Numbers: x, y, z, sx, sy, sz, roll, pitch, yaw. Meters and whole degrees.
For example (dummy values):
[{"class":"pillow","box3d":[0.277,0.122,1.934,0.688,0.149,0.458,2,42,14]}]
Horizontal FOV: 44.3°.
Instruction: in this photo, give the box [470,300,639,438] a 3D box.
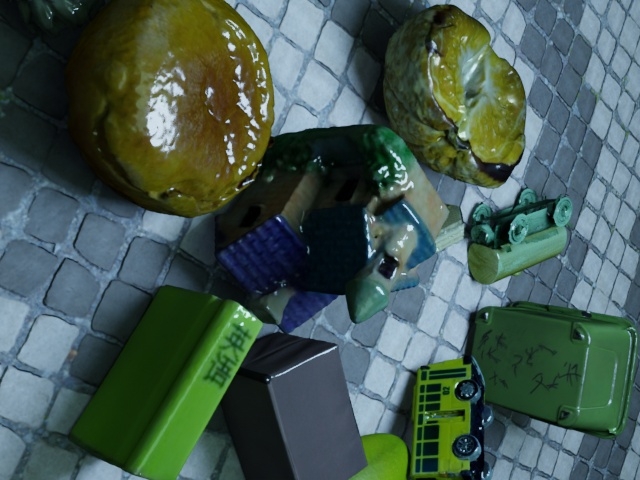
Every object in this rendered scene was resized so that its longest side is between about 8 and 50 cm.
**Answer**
[{"class":"box","box3d":[0.467,0.262,1.652,0.177,0.328,0.253,8,88,-38]}]

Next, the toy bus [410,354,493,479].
[{"class":"toy bus","box3d":[0.255,0.368,1.556,0.128,0.150,0.262,60,30,-41]}]

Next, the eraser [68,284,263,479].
[{"class":"eraser","box3d":[-0.227,0.208,1.156,0.092,0.210,0.274,43,67,-35]}]

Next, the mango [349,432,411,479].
[{"class":"mango","box3d":[0.057,0.470,1.451,0.343,0.156,0.192,-24,119,-42]}]

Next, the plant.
[{"class":"plant","box3d":[-0.370,-0.365,1.018,0.129,0.132,0.194,-46,133,-22]}]

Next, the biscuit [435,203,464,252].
[{"class":"biscuit","box3d":[0.179,-0.011,1.500,0.252,0.150,0.052,-25,117,-36]}]

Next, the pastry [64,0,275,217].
[{"class":"pastry","box3d":[-0.201,-0.196,1.125,0.356,0.164,0.356,-25,121,-48]}]

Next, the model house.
[{"class":"model house","box3d":[0.000,0.000,1.240,0.245,0.312,0.280,54,56,-33]}]

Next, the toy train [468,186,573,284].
[{"class":"toy train","box3d":[0.449,-0.007,1.736,0.307,0.126,0.189,-17,106,-37]}]

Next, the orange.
[{"class":"orange","box3d":[0.240,-0.267,1.480,0.369,0.210,0.271,46,60,-32]}]

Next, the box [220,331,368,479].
[{"class":"box","box3d":[-0.052,0.293,1.323,0.153,0.188,0.252,-26,109,-34]}]
